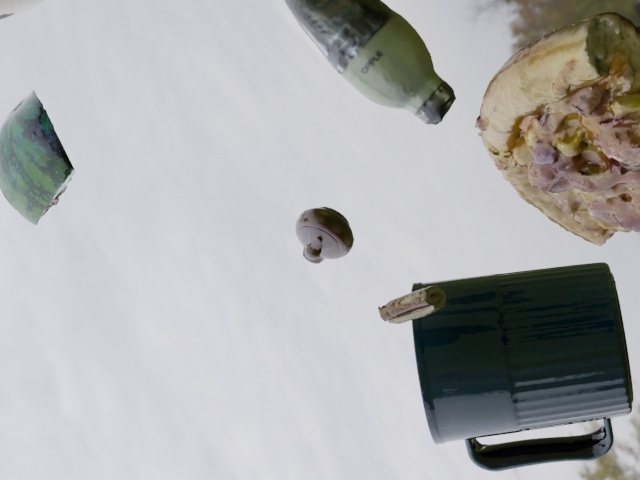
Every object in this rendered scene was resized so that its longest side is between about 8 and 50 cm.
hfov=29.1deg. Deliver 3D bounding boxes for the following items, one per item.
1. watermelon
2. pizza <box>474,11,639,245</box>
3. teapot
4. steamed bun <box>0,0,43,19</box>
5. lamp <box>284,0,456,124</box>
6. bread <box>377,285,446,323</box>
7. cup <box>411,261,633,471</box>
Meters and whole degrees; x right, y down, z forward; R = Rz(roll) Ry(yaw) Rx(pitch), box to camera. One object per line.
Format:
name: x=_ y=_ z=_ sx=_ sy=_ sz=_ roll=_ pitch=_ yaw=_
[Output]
watermelon: x=-0.479 y=-0.160 z=2.060 sx=0.128 sy=0.146 sz=0.231 roll=-19 pitch=-103 yaw=-27
pizza: x=0.285 y=-0.090 z=1.159 sx=0.409 sy=0.277 sz=0.114 roll=68 pitch=-149 yaw=-71
teapot: x=0.000 y=0.000 z=1.965 sx=0.098 sy=0.078 sz=0.129 roll=31 pitch=156 yaw=-1
steamed bun: x=-0.369 y=-0.344 z=1.078 sx=0.374 sy=0.374 sz=0.241 roll=46 pitch=-129 yaw=-28
lamp: x=0.048 y=-0.223 z=1.375 sx=0.250 sy=0.101 sz=0.101 roll=40 pitch=-162 yaw=1
bread: x=0.123 y=0.086 z=1.634 sx=0.047 sy=0.083 sz=0.036 roll=-14 pitch=-95 yaw=-53
cup: x=0.300 y=0.190 z=1.798 sx=0.242 sy=0.292 sz=0.308 roll=6 pitch=-106 yaw=-80
